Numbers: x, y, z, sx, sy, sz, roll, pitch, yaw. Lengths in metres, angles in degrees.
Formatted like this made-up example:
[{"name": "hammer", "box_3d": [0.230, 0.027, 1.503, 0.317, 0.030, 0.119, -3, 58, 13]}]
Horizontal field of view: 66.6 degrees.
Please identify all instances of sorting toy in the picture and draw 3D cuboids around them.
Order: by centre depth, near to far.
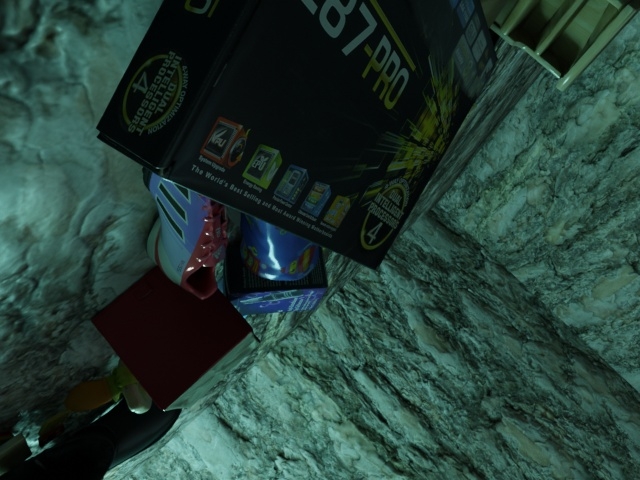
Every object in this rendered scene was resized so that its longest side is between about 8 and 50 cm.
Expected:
[{"name": "sorting toy", "box_3d": [-0.573, 0.379, 0.840, 0.274, 0.046, 0.132, -35, 165, -38]}]

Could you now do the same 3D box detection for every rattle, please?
[{"name": "rattle", "box_3d": [-0.425, 0.318, 1.038, 0.142, 0.130, 0.199, -37, -175, -12]}]

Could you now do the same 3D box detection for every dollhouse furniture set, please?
[{"name": "dollhouse furniture set", "box_3d": [0.293, -0.338, 0.782, 0.394, 0.256, 0.362, -37, 166, -33]}]

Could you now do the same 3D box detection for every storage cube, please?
[{"name": "storage cube", "box_3d": [-0.240, 0.162, 0.863, 0.215, 0.193, 0.184, -40, 168, -15]}]

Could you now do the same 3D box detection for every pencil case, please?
[{"name": "pencil case", "box_3d": [-0.061, -0.075, 0.663, 0.119, 0.133, 0.306, -21, 142, -19]}]

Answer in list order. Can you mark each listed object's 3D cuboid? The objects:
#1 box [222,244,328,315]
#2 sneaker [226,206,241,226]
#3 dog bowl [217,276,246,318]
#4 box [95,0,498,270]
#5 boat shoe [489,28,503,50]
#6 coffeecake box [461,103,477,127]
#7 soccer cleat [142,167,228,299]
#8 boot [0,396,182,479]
[{"name": "box", "box_3d": [-0.103, 0.084, 1.039, 0.207, 0.108, 0.153, -3, 155, -13]}, {"name": "sneaker", "box_3d": [-0.079, -0.081, 0.896, 0.256, 0.094, 0.151, 36, 65, -60]}, {"name": "dog bowl", "box_3d": [-0.239, 0.177, 1.215, 0.297, 0.074, 0.166, -50, 167, 23]}, {"name": "box", "box_3d": [0.030, -0.153, 0.488, 0.318, 0.097, 0.395, -62, 149, 1]}, {"name": "boat shoe", "box_3d": [0.371, -0.447, 1.137, 0.070, 0.077, 0.219, -28, 152, -56]}, {"name": "coffeecake box", "box_3d": [0.218, -0.269, 1.046, 0.185, 0.142, 0.068, -39, 167, -24]}, {"name": "soccer cleat", "box_3d": [-0.161, -0.032, 0.640, 0.108, 0.116, 0.318, -36, 166, -35]}, {"name": "boot", "box_3d": [-0.458, 0.425, 1.048, 0.367, 0.146, 0.445, -38, 173, -24]}]
